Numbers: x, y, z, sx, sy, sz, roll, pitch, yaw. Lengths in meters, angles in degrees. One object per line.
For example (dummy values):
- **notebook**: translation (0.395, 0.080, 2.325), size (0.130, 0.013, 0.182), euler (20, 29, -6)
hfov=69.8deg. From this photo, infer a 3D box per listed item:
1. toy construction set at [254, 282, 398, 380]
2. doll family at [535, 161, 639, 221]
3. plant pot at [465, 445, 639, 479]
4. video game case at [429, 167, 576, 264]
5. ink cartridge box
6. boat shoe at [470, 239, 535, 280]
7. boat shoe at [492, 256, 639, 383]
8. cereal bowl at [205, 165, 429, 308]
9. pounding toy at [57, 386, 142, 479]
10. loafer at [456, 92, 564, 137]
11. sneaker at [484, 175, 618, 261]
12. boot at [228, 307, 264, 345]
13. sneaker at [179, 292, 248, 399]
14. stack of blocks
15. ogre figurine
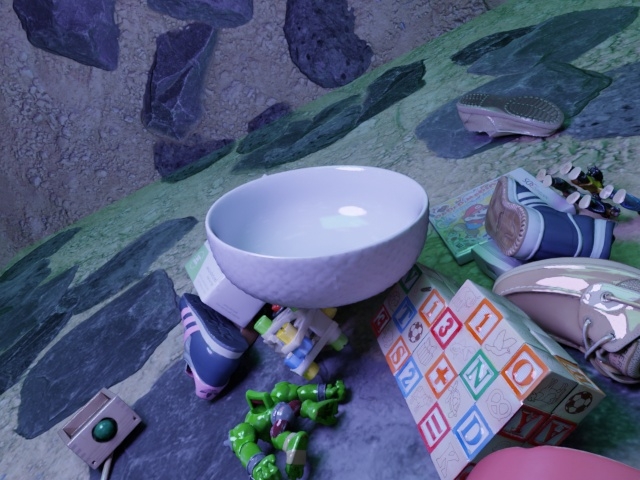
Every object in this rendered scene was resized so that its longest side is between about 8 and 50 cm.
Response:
- **toy construction set**: translation (0.016, 0.101, 0.829), size (0.328, 0.151, 0.215), euler (-37, 1, -33)
- **doll family**: translation (0.464, -0.077, 0.768), size (0.076, 0.111, 0.193), euler (-56, 34, 23)
- **plant pot**: translation (0.159, 0.294, 0.290), size (0.275, 0.275, 0.243), euler (-5, 27, 37)
- **video game case**: translation (0.345, -0.056, 0.921), size (0.227, 0.026, 0.206), euler (-25, 28, 8)
- **ink cartridge box**: translation (-0.119, -0.015, 0.991), size (0.353, 0.119, 0.207), euler (-50, 32, -4)
- **boat shoe**: translation (0.316, 0.047, 0.748), size (0.063, 0.066, 0.184), euler (-30, 18, 1)
- **boat shoe**: translation (0.362, 0.102, 0.541), size (0.341, 0.121, 0.110), euler (3, 41, 44)
- **cereal bowl**: translation (0.000, 0.000, 0.719), size (0.339, 0.141, 0.339), euler (-6, 28, 3)
- **pounding toy**: translation (-0.410, 0.369, 0.862), size (0.141, 0.100, 0.130), euler (-10, 31, 52)
- **loafer**: translation (0.473, -0.306, 1.154), size (0.102, 0.092, 0.268), euler (-43, 47, -21)
- **sneaker**: translation (0.367, -0.026, 0.750), size (0.153, 0.099, 0.282), euler (14, 23, 6)
- **boot**: translation (-0.170, 0.186, 0.987), size (0.087, 0.042, 0.118), euler (-18, 31, 36)
- **sneaker**: translation (-0.253, 0.206, 0.957), size (0.131, 0.112, 0.319), euler (-64, 25, 1)
- **stack of blocks**: translation (0.181, 0.142, 0.595), size (0.171, 0.087, 0.297), euler (-58, 22, 17)
- **ogre figurine**: translation (-0.055, 0.268, 0.680), size (0.118, 0.097, 0.197), euler (4, 46, 37)
